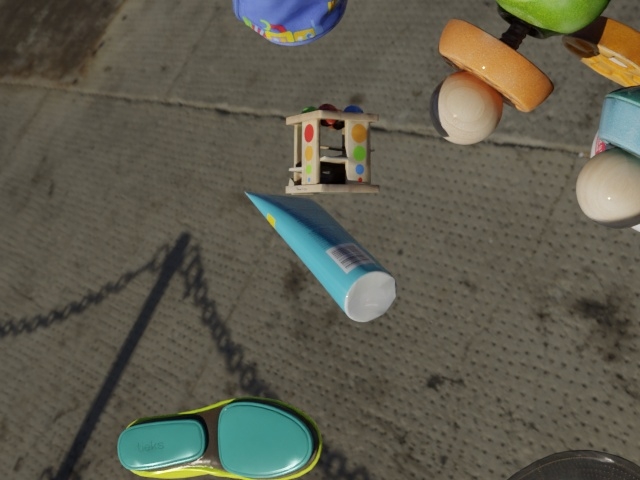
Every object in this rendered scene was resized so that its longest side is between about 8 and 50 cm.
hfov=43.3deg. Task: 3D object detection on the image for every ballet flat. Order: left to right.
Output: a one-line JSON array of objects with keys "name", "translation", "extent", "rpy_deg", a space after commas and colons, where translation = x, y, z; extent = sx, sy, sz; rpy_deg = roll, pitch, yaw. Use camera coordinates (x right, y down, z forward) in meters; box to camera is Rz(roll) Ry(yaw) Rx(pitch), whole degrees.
[{"name": "ballet flat", "translation": [-0.090, 0.194, 0.786], "extent": [0.230, 0.077, 0.077], "rpy_deg": [-9, 74, 26]}]

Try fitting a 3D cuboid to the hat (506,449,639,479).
[{"name": "hat", "translation": [0.409, 0.472, 1.225], "extent": [0.331, 0.134, 0.332], "rpy_deg": [-3, 83, 30]}]

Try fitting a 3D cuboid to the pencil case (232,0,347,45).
[{"name": "pencil case", "translation": [-0.050, -0.313, 0.732], "extent": [0.133, 0.306, 0.119], "rpy_deg": [-25, 63, -4]}]

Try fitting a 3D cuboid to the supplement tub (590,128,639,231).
[{"name": "supplement tub", "translation": [0.446, -0.129, 0.914], "extent": [0.191, 0.272, 0.191], "rpy_deg": [2, 69, -6]}]

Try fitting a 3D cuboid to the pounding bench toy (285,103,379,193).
[{"name": "pounding bench toy", "translation": [0.000, -0.068, 0.614], "extent": [0.083, 0.052, 0.065], "rpy_deg": [2, 93, 59]}]

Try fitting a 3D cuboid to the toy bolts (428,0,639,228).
[{"name": "toy bolts", "translation": [0.218, -0.104, 0.647], "extent": [0.228, 0.218, 0.159], "rpy_deg": [40, 102, 45]}]

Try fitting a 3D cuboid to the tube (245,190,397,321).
[{"name": "tube", "translation": [0.000, 0.000, 0.775], "extent": [0.207, 0.080, 0.052], "rpy_deg": [49, 121, 50]}]
